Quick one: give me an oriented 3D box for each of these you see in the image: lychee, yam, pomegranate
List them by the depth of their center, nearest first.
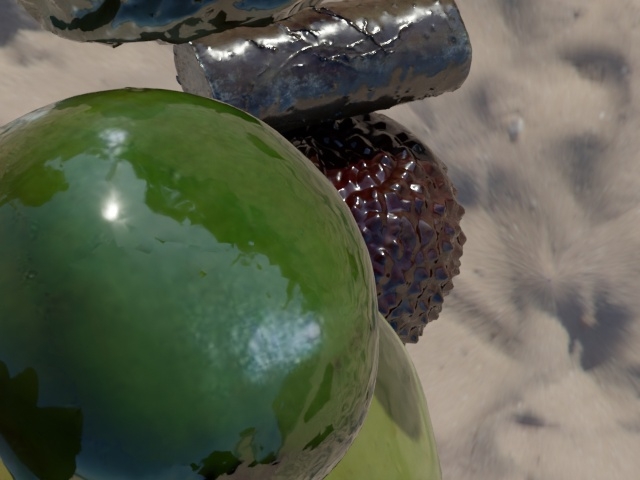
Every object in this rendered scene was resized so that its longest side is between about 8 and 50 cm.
[{"bbox_3d":[-0.071,0.044,0.470,0.131,0.191,0.152,48,128,-6],"label":"pomegranate"},{"bbox_3d":[-0.002,-0.170,1.709,0.280,0.131,0.131,-14,87,-21],"label":"yam"},{"bbox_3d":[0.000,0.000,1.820,0.306,0.330,0.306,-3,58,5],"label":"lychee"}]

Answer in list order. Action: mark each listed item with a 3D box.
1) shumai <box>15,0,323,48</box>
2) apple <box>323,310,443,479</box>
[{"bbox_3d":[-0.059,-0.213,0.639,0.189,0.218,0.256,-4,62,3],"label":"shumai"},{"bbox_3d":[-0.105,0.154,1.013,0.357,0.357,0.357,0,89,7],"label":"apple"}]
